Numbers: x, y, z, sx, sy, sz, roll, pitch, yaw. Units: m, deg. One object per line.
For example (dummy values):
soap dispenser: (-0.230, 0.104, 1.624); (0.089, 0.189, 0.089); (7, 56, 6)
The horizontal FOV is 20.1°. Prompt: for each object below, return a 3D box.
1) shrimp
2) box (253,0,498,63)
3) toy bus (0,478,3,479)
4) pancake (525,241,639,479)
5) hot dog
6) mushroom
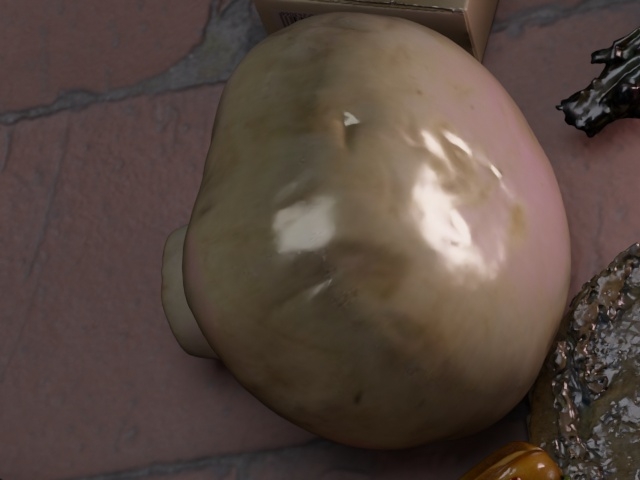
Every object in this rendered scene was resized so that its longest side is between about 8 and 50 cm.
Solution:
shrimp: (0.319, -0.240, 1.628); (0.365, 0.071, 0.233); (-43, 53, -12)
box: (0.063, -0.262, 1.697); (0.212, 0.095, 0.168); (7, 61, 19)
toy bus: (-0.356, 0.305, 1.443); (0.138, 0.175, 0.288); (-1, 60, 34)
pancake: (0.292, 0.124, 1.434); (0.282, 0.049, 0.282); (-7, 60, 13)
hot dog: (0.085, 0.250, 1.392); (0.250, 0.104, 0.076); (-41, 89, 0)
mushroom: (0.018, -0.006, 1.426); (0.353, 0.325, 0.353); (-1, 87, 11)
